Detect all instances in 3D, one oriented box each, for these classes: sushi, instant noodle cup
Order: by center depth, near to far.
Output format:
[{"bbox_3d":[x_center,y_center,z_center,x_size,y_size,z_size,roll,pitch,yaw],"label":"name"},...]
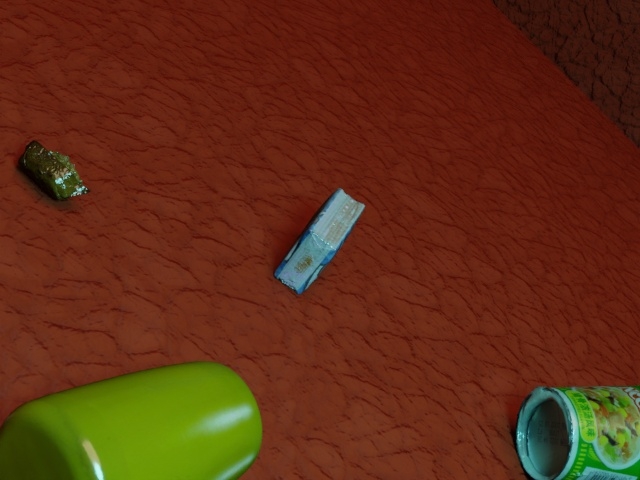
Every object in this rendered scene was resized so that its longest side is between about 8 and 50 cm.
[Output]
[{"bbox_3d":[-0.374,-0.099,1.309,0.118,0.061,0.060,46,61,1],"label":"sushi"},{"bbox_3d":[0.438,0.314,1.446,0.232,0.207,0.207,9,43,-23],"label":"instant noodle cup"}]

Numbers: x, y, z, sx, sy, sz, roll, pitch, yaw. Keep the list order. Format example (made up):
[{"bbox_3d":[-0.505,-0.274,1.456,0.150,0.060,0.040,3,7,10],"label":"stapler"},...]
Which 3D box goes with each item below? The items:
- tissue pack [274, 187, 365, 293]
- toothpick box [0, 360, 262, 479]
[{"bbox_3d":[0.000,0.000,1.477,0.065,0.115,0.155,36,36,-3],"label":"tissue pack"},{"bbox_3d":[-0.190,0.225,0.996,0.271,0.175,0.175,-12,57,-52],"label":"toothpick box"}]
